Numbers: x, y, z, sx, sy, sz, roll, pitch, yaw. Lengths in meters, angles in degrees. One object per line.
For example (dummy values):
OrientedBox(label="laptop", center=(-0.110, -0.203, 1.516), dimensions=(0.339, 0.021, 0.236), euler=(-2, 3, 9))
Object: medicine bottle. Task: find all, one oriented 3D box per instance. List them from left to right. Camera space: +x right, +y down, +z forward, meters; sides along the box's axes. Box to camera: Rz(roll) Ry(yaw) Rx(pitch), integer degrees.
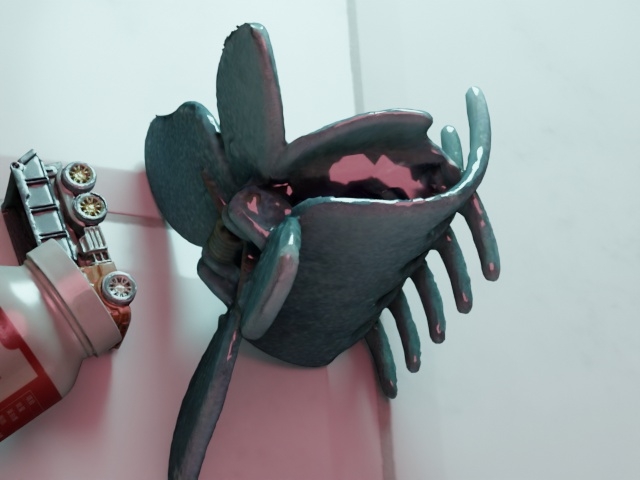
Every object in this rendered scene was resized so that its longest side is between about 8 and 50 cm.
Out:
OrientedBox(label="medicine bottle", center=(-0.297, 0.110, 1.272), dimensions=(0.250, 0.131, 0.131), euler=(-35, 75, -12))

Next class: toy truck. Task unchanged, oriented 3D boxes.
OrientedBox(label="toy truck", center=(-0.240, 0.012, 1.425), dimensions=(0.092, 0.083, 0.192), euler=(-11, 63, -26))

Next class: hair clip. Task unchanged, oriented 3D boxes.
OrientedBox(label="hair clip", center=(0.000, 0.000, 1.386), dimensions=(0.238, 0.318, 0.392), euler=(5, 56, -21))
